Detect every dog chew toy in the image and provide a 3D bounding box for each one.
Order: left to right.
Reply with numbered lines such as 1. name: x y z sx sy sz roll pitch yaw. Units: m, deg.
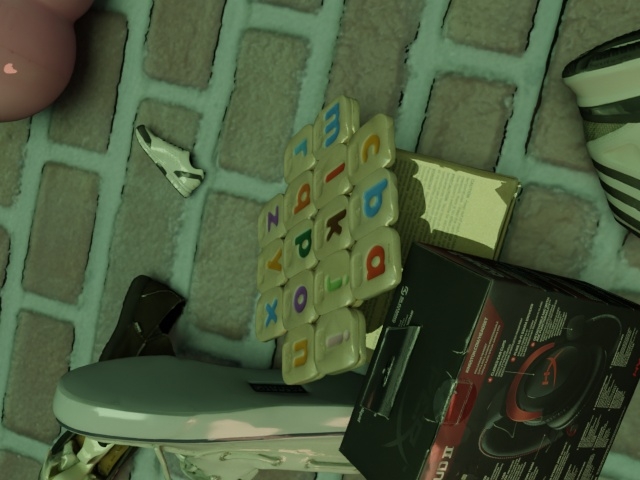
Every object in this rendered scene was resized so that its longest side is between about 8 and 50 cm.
1. dog chew toy: -0.355 -0.310 0.828 0.207 0.206 0.331 28 93 11

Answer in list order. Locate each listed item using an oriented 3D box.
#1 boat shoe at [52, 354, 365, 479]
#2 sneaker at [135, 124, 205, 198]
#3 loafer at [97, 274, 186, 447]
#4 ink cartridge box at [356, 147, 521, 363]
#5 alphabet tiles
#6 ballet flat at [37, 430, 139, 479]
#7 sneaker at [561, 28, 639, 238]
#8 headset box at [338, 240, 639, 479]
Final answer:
1. boat shoe: -0.103 0.221 0.770 0.367 0.136 0.156 7 103 -28
2. sneaker: -0.186 -0.104 0.881 0.044 0.040 0.109 -41 87 -3
3. loafer: -0.208 0.135 0.832 0.078 0.080 0.220 10 53 -3
4. ink cartridge box: 0.092 0.020 0.788 0.193 0.088 0.234 17 98 11
5. alphabet tiles: 0.000 0.000 0.734 0.278 0.021 0.284 -33 52 54
6. ballet flat: -0.296 0.270 0.904 0.095 0.096 0.280 40 103 8
7. sneaker: 0.453 -0.092 0.604 0.448 0.169 0.257 -6 111 47
8. headset box: 0.166 0.133 0.676 0.110 0.293 0.218 30 106 54
